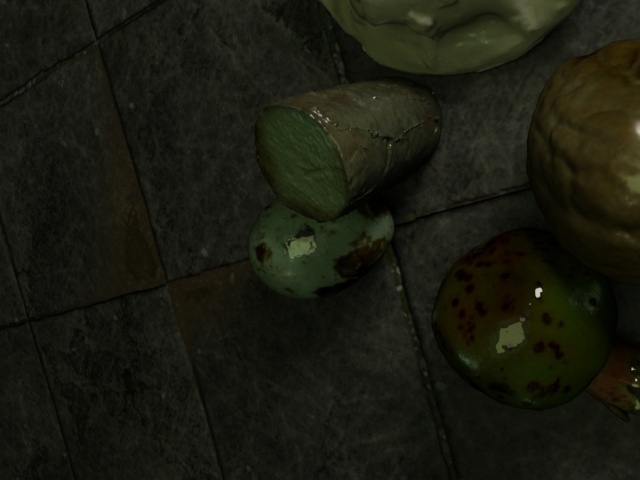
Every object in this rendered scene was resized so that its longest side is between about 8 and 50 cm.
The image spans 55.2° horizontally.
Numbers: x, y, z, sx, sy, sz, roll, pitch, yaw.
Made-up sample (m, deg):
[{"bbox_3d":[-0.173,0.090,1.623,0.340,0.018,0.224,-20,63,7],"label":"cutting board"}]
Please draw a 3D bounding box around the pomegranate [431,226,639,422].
[{"bbox_3d":[0.275,0.118,0.740,0.286,0.231,0.231,42,118,18],"label":"pomegranate"}]

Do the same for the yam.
[{"bbox_3d":[0.039,-0.129,0.807,0.167,0.304,0.168,13,116,29],"label":"yam"}]

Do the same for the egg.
[{"bbox_3d":[0.000,0.000,0.923,0.231,0.169,0.169,-18,90,20],"label":"egg"}]

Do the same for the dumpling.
[{"bbox_3d":[0.139,-0.358,0.782,0.394,0.233,0.316,22,143,12],"label":"dumpling"}]

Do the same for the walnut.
[{"bbox_3d":[0.341,-0.080,0.651,0.227,0.283,0.283,-18,90,3],"label":"walnut"}]
